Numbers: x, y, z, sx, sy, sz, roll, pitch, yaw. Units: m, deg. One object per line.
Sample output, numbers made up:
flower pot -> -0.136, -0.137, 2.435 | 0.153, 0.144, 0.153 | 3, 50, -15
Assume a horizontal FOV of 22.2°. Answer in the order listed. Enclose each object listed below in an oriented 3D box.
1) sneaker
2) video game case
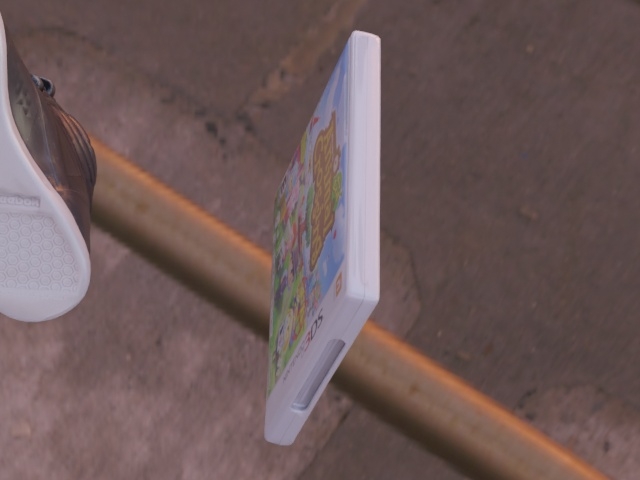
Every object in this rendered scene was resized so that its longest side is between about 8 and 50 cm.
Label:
sneaker -> -0.229, -0.101, 1.051 | 0.105, 0.295, 0.147 | -20, 23, 3
video game case -> 0.000, 0.000, 1.088 | 0.023, 0.193, 0.212 | 11, 54, -13
